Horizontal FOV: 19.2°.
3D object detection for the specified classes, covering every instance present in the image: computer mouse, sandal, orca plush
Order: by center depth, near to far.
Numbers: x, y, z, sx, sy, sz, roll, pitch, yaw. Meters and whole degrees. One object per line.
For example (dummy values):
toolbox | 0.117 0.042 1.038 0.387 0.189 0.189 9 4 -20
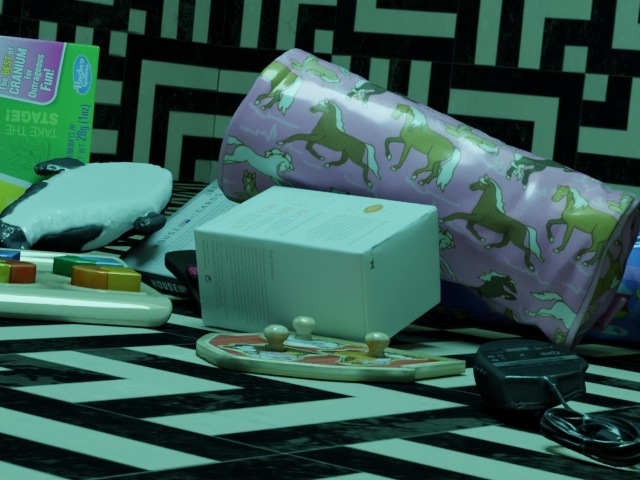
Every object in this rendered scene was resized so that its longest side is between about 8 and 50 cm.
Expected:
computer mouse | 0.155 0.112 1.231 0.071 0.041 0.242 -4 12 -10
sandal | -0.095 0.032 1.751 0.067 0.040 0.179 -3 22 -30
orca plush | -0.242 0.003 1.883 0.151 0.102 0.287 19 23 7

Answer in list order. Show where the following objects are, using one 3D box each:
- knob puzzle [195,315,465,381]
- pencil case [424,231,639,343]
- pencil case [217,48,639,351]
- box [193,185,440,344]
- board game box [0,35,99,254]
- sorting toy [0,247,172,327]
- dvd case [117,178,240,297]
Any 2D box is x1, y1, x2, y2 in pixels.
knob puzzle | -0.009 0.080 1.449 0.213 0.030 0.213 6 4 0
pencil case | 0.233 0.029 1.846 0.306 0.133 0.119 7 37 25
pencil case | 0.102 -0.037 1.727 0.386 0.160 0.167 24 8 15
box | -0.001 0.022 1.622 0.170 0.091 0.130 9 23 31
board game box | -0.383 -0.093 1.901 0.316 0.242 0.064 2 6 -38
sorting toy | -0.240 0.031 1.646 0.193 0.038 0.208 5 9 -17
dvd case | -0.070 0.001 1.886 0.238 0.030 0.179 9 39 44
